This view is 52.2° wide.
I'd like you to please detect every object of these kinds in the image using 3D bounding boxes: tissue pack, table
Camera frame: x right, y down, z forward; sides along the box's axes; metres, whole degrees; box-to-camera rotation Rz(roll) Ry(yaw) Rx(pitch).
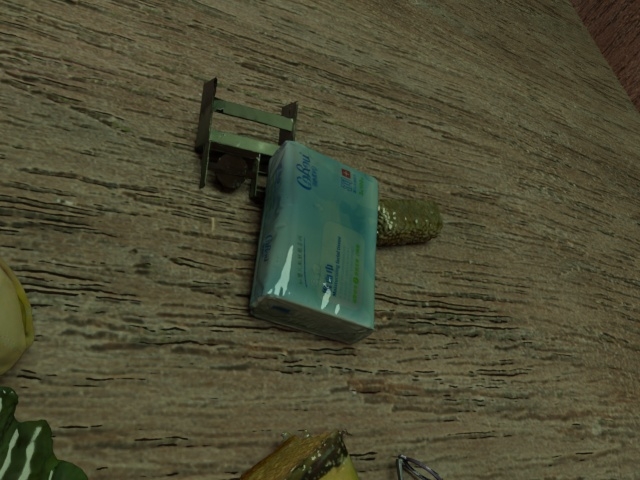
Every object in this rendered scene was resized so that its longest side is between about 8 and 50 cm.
[{"bbox_3d":[0.000,0.000,0.950,0.177,0.089,0.263,21,54,-24],"label":"tissue pack"},{"bbox_3d":[-0.117,-0.149,1.026,0.146,0.062,0.175,10,82,-31],"label":"table"}]

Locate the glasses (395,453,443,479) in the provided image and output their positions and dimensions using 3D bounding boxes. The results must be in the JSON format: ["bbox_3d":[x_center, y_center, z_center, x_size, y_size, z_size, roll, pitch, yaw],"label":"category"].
[{"bbox_3d":[0.130,0.353,0.820,0.140,0.062,0.103,40,63,-2],"label":"glasses"}]

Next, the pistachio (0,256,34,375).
[{"bbox_3d":[-0.376,0.055,0.630,0.145,0.117,0.200,-45,113,-10],"label":"pistachio"}]

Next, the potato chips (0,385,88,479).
[{"bbox_3d":[-0.331,0.270,0.480,0.373,0.097,0.389,4,59,-40],"label":"potato chips"}]

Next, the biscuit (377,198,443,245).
[{"bbox_3d":[0.139,-0.036,1.127,0.169,0.070,0.082,-3,66,-41],"label":"biscuit"}]

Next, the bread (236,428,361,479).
[{"bbox_3d":[-0.033,0.275,0.682,0.152,0.147,0.127,-15,78,-36],"label":"bread"}]
